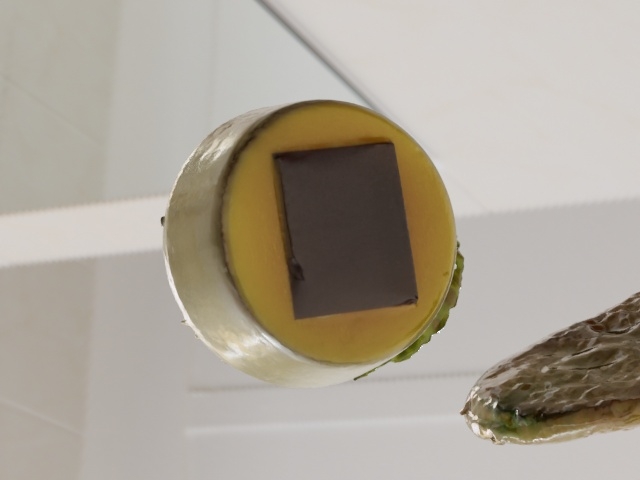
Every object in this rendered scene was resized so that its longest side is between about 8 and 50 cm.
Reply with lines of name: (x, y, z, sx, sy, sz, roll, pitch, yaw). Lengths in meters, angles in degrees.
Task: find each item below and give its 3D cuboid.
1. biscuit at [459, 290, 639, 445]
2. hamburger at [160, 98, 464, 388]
biscuit: (0.172, 0.046, 0.870, 0.118, 0.247, 0.029, 5, -67, 52)
hamburger: (0.000, 0.000, 0.790, 0.141, 0.081, 0.126, -25, -88, -25)
